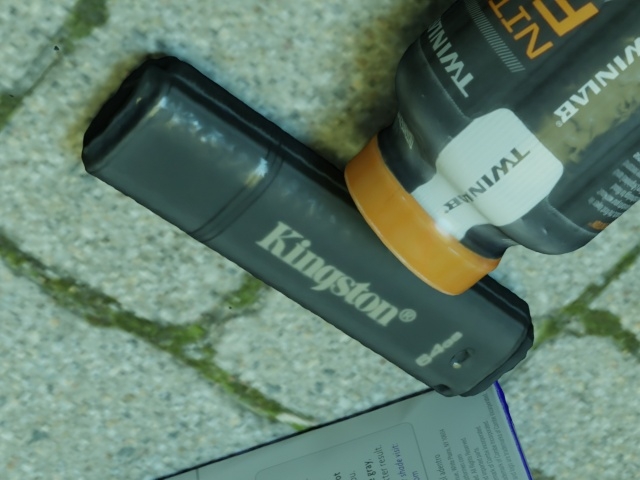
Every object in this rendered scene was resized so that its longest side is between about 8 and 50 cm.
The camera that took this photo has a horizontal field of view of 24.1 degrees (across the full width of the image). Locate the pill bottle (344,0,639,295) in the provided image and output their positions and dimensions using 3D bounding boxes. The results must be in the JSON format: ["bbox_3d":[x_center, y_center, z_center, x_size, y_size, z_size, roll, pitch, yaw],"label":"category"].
[{"bbox_3d":[0.125,-0.082,0.707,0.130,0.130,0.246,37,110,-29],"label":"pill bottle"}]

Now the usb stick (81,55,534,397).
[{"bbox_3d":[0.000,0.000,0.792,0.278,0.045,0.077,34,112,-28],"label":"usb stick"}]

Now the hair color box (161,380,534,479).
[{"bbox_3d":[-0.030,0.218,0.849,0.339,0.185,0.110,-17,126,3],"label":"hair color box"}]
